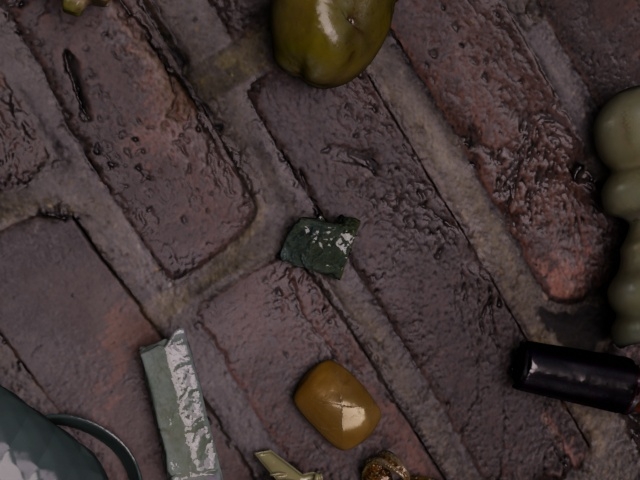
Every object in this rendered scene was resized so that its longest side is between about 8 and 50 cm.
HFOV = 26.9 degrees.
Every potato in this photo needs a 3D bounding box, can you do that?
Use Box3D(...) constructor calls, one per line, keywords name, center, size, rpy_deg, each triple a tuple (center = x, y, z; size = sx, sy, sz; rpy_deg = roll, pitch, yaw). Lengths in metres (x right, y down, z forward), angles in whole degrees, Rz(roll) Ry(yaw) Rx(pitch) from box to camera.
Box3D(name="potato", center=(0.017, -0.284, 1.613), size=(0.154, 0.137, 0.200), rpy_deg=(28, 82, -15))

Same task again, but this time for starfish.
Box3D(name="starfish", center=(0.089, 0.364, 1.676), size=(0.146, 0.074, 0.190), rpy_deg=(33, 82, -13))

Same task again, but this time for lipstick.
Box3D(name="lipstick", center=(0.446, 0.201, 1.776), size=(0.418, 0.077, 0.077), rpy_deg=(12, 88, -17))

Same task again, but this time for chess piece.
Box3D(name="chess piece", center=(0.439, -0.037, 1.735), size=(0.182, 0.182, 0.330), rpy_deg=(-10, 88, -16))

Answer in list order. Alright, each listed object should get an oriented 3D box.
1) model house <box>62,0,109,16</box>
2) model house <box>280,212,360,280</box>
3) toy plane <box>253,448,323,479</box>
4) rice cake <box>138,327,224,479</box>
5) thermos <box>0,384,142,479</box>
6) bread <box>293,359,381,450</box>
Box3D(name="model house", center=(-0.293, -0.387, 1.503), size=(0.193, 0.175, 0.234), rpy_deg=(20, 82, -16))
Box3D(name="model house", center=(0.000, 0.000, 1.660), size=(0.083, 0.066, 0.079), rpy_deg=(19, 97, 2))
Box3D(name="toy plane", center=(-0.013, 0.349, 1.597), size=(0.244, 0.092, 0.229), rpy_deg=(-10, 60, 0))
Box3D(name="rice cake", center=(-0.170, 0.209, 1.606), size=(0.069, 0.063, 0.206), rpy_deg=(-16, 94, -9))
Box3D(name="thermos", center=(-0.322, 0.270, 1.532), size=(0.286, 0.145, 0.182), rpy_deg=(38, 48, -15))
Box3D(name="bread", center=(0.024, 0.207, 1.664), size=(0.082, 0.056, 0.115), rpy_deg=(-40, 101, -12))
